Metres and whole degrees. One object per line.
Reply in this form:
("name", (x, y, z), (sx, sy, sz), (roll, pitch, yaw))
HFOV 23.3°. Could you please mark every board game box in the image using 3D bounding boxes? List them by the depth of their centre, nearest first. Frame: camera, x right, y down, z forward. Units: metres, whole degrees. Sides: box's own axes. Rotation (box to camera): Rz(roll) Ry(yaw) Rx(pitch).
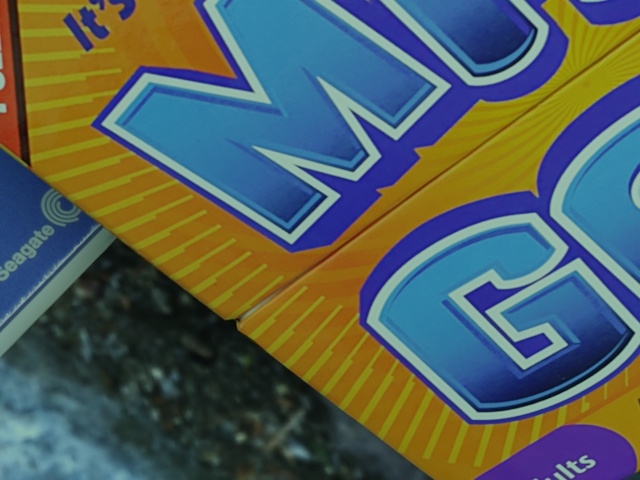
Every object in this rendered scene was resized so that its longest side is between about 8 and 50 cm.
("board game box", (0.097, -0.168, 0.666), (0.356, 0.356, 0.356), (40, 30, -26))

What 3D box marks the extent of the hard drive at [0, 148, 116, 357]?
("hard drive", (-0.285, -0.044, 0.801), (0.319, 0.040, 0.210), (35, 56, 8))
